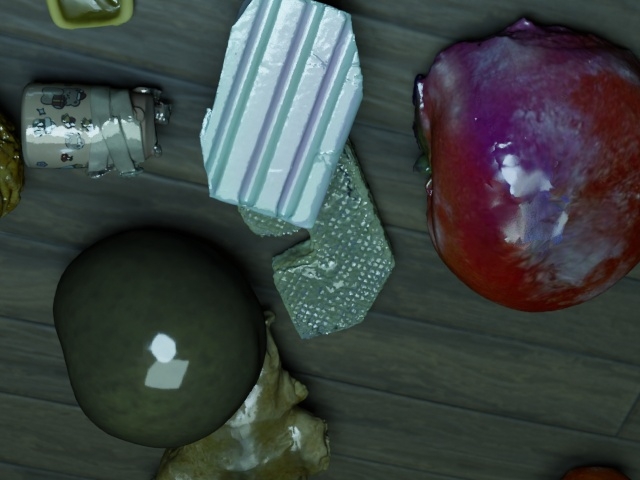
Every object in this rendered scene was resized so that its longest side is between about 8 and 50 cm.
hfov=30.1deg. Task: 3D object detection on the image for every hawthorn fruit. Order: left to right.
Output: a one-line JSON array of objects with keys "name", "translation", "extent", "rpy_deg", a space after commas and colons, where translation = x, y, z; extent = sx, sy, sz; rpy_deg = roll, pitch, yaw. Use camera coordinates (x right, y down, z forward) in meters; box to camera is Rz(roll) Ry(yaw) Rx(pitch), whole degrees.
[{"name": "hawthorn fruit", "translation": [0.360, 0.351, 1.576], "extent": [0.125, 0.140, 0.125], "rpy_deg": [-24, 142, -20]}]

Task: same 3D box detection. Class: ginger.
[{"name": "ginger", "translation": [-0.085, 0.220, 1.456], "extent": [0.219, 0.123, 0.270], "rpy_deg": [16, 121, -9]}]

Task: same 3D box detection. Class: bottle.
[{"name": "bottle", "translation": [-0.231, -0.116, 1.241], "extent": [0.152, 0.099, 0.099], "rpy_deg": [1, 124, -8]}]

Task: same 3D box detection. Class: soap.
[{"name": "soap", "translation": [-0.038, -0.145, 1.206], "extent": [0.145, 0.091, 0.230], "rpy_deg": [18, 109, -9]}]

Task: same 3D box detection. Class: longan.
[{"name": "longan", "translation": [-0.185, 0.106, 1.320], "extent": [0.248, 0.248, 0.248], "rpy_deg": [-1, 124, -2]}]

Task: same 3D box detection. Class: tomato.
[{"name": "tomato", "translation": [0.250, -0.060, 1.253], "extent": [0.289, 0.176, 0.335], "rpy_deg": [-7, 123, -1]}]

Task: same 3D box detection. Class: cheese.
[{"name": "cheese", "translation": [-0.232, -0.286, 1.159], "extent": [0.086, 0.036, 0.162], "rpy_deg": [-3, 125, -2]}]

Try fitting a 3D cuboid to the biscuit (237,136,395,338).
[{"name": "biscuit", "translation": [0.000, 0.000, 1.357], "extent": [0.147, 0.046, 0.250], "rpy_deg": [-17, 123, 8]}]

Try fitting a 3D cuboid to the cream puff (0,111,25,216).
[{"name": "cream puff", "translation": [-0.375, -0.084, 1.238], "extent": [0.150, 0.115, 0.165], "rpy_deg": [49, 132, -10]}]

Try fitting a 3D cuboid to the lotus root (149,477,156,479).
[{"name": "lotus root", "translation": [-0.142, 0.360, 1.571], "extent": [0.192, 0.088, 0.113], "rpy_deg": [23, 127, -17]}]
